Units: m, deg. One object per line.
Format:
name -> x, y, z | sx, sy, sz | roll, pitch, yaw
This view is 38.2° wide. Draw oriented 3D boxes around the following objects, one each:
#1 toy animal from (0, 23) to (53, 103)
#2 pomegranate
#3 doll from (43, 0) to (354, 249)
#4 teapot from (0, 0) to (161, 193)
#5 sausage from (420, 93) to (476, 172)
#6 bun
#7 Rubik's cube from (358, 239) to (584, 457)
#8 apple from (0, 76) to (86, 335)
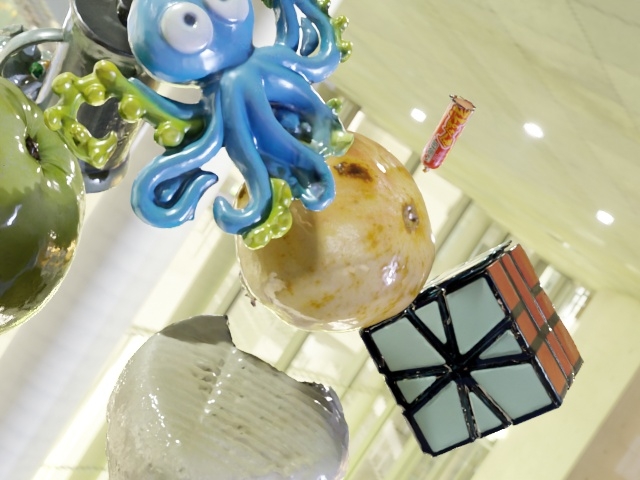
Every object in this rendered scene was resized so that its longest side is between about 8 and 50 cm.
toy animal -> -0.527, -0.289, 1.740 | 0.251, 0.125, 0.127 | 55, -170, -37
pomegranate -> 0.000, 0.000, 1.450 | 0.342, 0.342, 0.342 | 33, -176, -2
doll -> -0.098, -0.169, 0.982 | 0.341, 0.346, 0.099 | 48, 159, -5
teapot -> -0.378, -0.261, 1.483 | 0.270, 0.337, 0.200 | 10, -133, -29
sausage -> 0.201, -0.169, 1.521 | 0.050, 0.145, 0.048 | 7, -141, -30
bun -> -0.112, 0.238, 1.009 | 0.281, 0.205, 0.281 | 18, -147, -12
Rubik's cube -> 0.286, 0.194, 1.726 | 0.283, 0.288, 0.293 | -18, -98, -63
apple -> -0.462, -0.034, 1.125 | 0.357, 0.357, 0.357 | 33, -176, -2
